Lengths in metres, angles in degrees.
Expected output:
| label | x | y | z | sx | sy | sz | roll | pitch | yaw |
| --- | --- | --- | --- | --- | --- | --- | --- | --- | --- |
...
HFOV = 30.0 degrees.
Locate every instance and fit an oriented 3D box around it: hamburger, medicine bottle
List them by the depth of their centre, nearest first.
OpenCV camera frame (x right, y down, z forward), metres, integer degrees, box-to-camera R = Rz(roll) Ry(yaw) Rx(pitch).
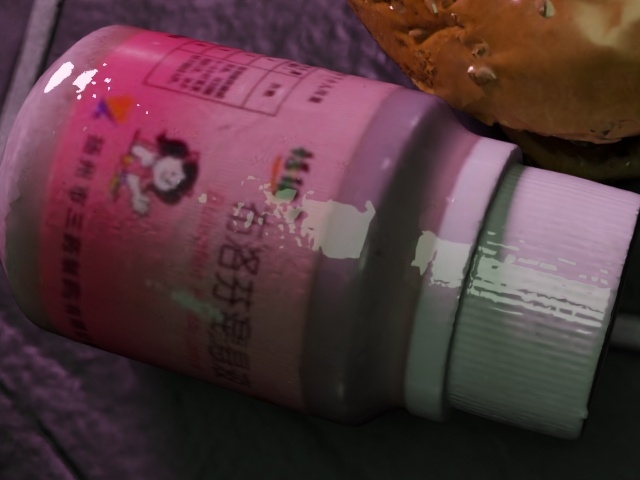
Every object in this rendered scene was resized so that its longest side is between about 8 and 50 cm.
| label | x | y | z | sx | sy | sz | roll | pitch | yaw |
| --- | --- | --- | --- | --- | --- | --- | --- | --- | --- |
| medicine bottle | 0.000 | 0.000 | 0.495 | 0.247 | 0.147 | 0.147 | 15 | 79 | 16 |
| hamburger | 0.071 | -0.135 | 0.526 | 0.131 | 0.124 | 0.262 | -33 | 70 | 2 |
